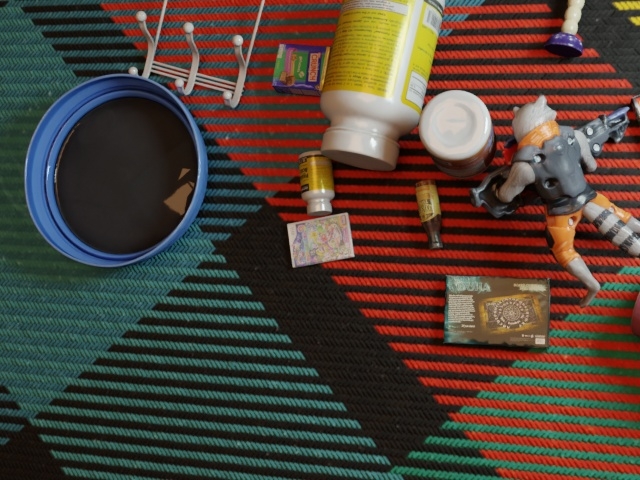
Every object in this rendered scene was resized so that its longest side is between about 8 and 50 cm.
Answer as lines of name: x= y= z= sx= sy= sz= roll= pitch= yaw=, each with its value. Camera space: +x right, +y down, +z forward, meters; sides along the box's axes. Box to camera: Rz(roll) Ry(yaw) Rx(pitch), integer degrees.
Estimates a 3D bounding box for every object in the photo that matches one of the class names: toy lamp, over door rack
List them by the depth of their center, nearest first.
toy lamp: x=0.476 y=-0.473 z=1.637 sx=0.080 sy=0.080 sz=0.274 roll=15 pitch=89 yaw=17
over door rack: x=-0.234 y=-0.452 z=1.810 sx=0.239 sy=0.108 sz=0.324 roll=18 pitch=87 yaw=16

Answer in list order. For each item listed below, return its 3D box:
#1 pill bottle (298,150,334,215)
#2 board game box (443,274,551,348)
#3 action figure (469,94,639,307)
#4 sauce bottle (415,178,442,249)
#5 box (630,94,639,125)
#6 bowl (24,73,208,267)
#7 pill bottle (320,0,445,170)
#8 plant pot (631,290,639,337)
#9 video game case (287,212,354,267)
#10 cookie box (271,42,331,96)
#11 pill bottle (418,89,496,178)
pill bottle: x=-0.006 y=-0.108 z=1.717 sx=0.065 sy=0.065 sz=0.116 roll=-8 pitch=80 yaw=14
board game box: x=0.316 y=0.127 z=1.615 sx=0.186 sy=0.026 sz=0.126 roll=1 pitch=82 yaw=16
action figure: x=0.447 y=-0.108 z=1.510 sx=0.341 sy=0.178 sz=0.330 roll=-37 pitch=93 yaw=-12
sauce bottle: x=0.203 y=-0.047 z=1.663 sx=0.042 sy=0.042 sz=0.128 roll=-12 pitch=77 yaw=13
box: x=0.662 y=-0.235 z=1.569 sx=0.207 sy=0.036 sz=0.114 roll=-21 pitch=77 yaw=11
bowl: x=-0.408 y=-0.136 z=1.820 sx=0.391 sy=0.077 sz=0.391 roll=-2 pitch=83 yaw=15
pill bottle: x=0.105 y=-0.306 z=1.653 sx=0.188 sy=0.188 sz=0.334 roll=12 pitch=85 yaw=17
plant pot: x=0.615 y=0.123 z=1.458 sx=0.180 sy=0.201 sz=0.201 roll=22 pitch=88 yaw=33
video game case: x=0.000 y=0.000 z=1.728 sx=0.122 sy=0.011 sz=0.087 roll=-11 pitch=79 yaw=14
cookie box: x=-0.033 y=-0.335 z=1.772 sx=0.107 sy=0.040 sz=0.092 roll=8 pitch=83 yaw=15
pill bottle: x=0.246 y=-0.177 z=1.580 sx=0.121 sy=0.216 sz=0.121 roll=-2 pitch=82 yaw=15
